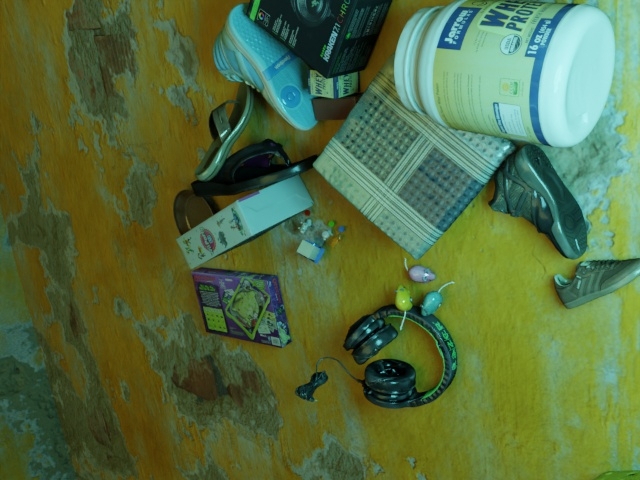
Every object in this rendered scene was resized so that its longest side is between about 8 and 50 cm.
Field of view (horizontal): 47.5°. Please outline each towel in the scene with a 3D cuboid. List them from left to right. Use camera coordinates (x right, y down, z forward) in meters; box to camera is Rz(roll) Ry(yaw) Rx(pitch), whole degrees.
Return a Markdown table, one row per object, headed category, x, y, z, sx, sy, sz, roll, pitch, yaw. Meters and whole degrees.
| category | x | y | z | sx | sy | sz | roll | pitch | yaw |
| --- | --- | --- | --- | --- | --- | --- | --- | --- | --- |
| towel | 0.180 | -0.173 | 1.486 | 0.324 | 0.056 | 0.312 | 44 | 113 | 15 |

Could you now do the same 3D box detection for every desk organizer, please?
| category | x | y | z | sx | sy | sz | roll | pitch | yaw |
| --- | --- | --- | --- | --- | --- | --- | --- | --- | --- |
| desk organizer | 0.045 | -0.300 | 1.628 | 0.130 | 0.047 | 0.050 | 7 | 116 | 42 |

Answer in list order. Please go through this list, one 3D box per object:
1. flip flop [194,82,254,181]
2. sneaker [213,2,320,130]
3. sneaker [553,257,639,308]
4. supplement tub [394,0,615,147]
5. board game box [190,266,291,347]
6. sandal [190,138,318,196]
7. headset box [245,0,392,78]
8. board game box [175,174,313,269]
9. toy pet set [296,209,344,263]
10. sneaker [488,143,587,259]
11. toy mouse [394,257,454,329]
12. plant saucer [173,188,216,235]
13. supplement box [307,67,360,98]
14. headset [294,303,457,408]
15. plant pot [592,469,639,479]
| category | x | y | z | sx | sy | sz | roll | pitch | yaw |
| --- | --- | --- | --- | --- | --- | --- | --- | --- | --- |
| flip flop | -0.247 | -0.277 | 1.800 | 0.277 | 0.080 | 0.112 | -61 | 25 | -3 |
| sneaker | -0.133 | -0.387 | 1.722 | 0.319 | 0.127 | 0.208 | 58 | 154 | -9 |
| sneaker | 0.507 | 0.065 | 1.336 | 0.188 | 0.066 | 0.071 | -39 | 79 | 46 |
| supplement tub | 0.308 | -0.292 | 1.241 | 0.316 | 0.228 | 0.228 | 18 | 121 | 38 |
| board game box | -0.238 | 0.192 | 2.138 | 0.347 | 0.056 | 0.208 | 4 | 116 | 43 |
| sandal | -0.190 | -0.184 | 1.820 | 0.446 | 0.168 | 0.107 | -4 | 110 | 46 |
| headset box | -0.003 | -0.522 | 1.507 | 0.283 | 0.131 | 0.246 | 43 | 133 | 22 |
| board game box | -0.196 | -0.045 | 1.853 | 0.303 | 0.224 | 0.097 | -28 | 90 | 47 |
| toy pet set | 0.000 | 0.000 | 1.822 | 0.122 | 0.065 | 0.114 | 28 | 92 | 29 |
| sneaker | 0.405 | -0.057 | 1.368 | 0.227 | 0.087 | 0.130 | 58 | 144 | 4 |
| toy mouse | 0.227 | 0.108 | 1.622 | 0.143 | 0.031 | 0.160 | -14 | 72 | 27 |
| plant saucer | -0.359 | -0.060 | 2.143 | 0.199 | 0.036 | 0.198 | 21 | 123 | 36 |
| supplement box | 0.029 | -0.350 | 1.592 | 0.083 | 0.083 | 0.056 | 18 | 121 | 38 |
| headset | 0.127 | 0.298 | 1.730 | 0.394 | 0.185 | 0.243 | -21 | 93 | 36 |
| plant pot | 0.602 | 0.551 | 1.385 | 0.212 | 0.212 | 0.187 | -22 | 80 | 48 |
